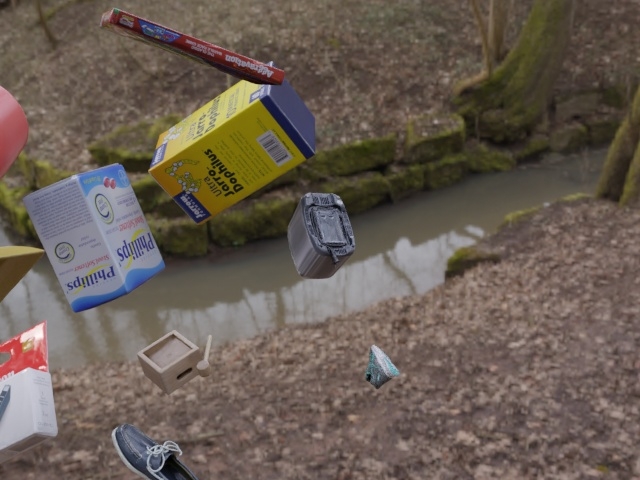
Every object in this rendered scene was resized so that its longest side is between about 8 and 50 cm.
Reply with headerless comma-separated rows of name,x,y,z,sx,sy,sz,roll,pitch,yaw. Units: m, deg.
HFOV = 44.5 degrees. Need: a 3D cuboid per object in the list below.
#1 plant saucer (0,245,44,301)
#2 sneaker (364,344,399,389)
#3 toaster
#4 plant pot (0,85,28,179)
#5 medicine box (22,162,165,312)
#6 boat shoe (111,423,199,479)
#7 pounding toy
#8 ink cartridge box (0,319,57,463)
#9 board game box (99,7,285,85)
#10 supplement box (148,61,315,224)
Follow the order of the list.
plant saucer,-0.912,0.131,2.040,0.081,0.333,0.333,44,3,0
sneaker,0.135,0.310,1.913,0.076,0.065,0.166,-45,11,2
toaster,0.000,0.000,1.983,0.129,0.146,0.227,-1,57,-27
plant pot,-0.782,-0.214,1.690,0.274,0.275,0.243,5,34,14
medicine box,-0.525,-0.012,1.854,0.149,0.289,0.263,-21,8,12
boat shoe,-0.333,0.474,1.645,0.254,0.079,0.095,46,25,12
pounding toy,-0.361,0.336,2.129,0.181,0.094,0.206,-32,39,-30
ink cartridge box,-0.680,0.327,1.601,0.296,0.066,0.261,-27,59,17
board game box,-0.208,-0.308,1.263,0.281,0.027,0.145,16,6,-24
supplement box,-0.209,-0.233,1.899,0.356,0.195,0.194,-30,31,18
